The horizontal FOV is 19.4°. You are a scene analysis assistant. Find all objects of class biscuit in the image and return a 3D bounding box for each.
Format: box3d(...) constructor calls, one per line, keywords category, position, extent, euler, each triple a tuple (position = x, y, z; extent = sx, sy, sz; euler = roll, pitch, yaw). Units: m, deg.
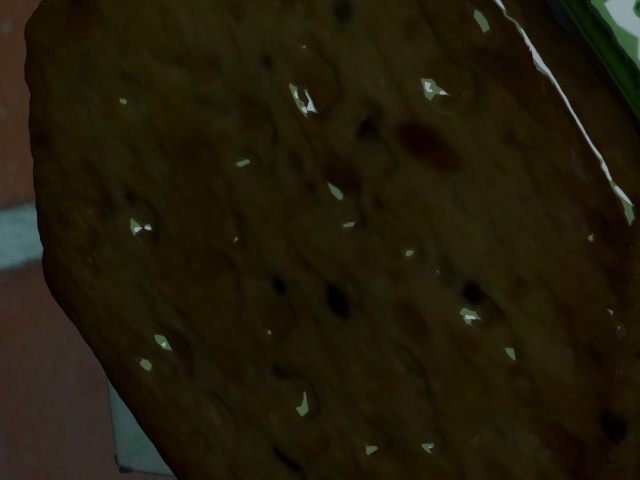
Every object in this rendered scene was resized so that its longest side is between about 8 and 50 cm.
box3d(category="biscuit", position=(0.000, 0.000, 0.824), extent=(0.359, 0.046, 0.359), euler=(20, 123, 34))

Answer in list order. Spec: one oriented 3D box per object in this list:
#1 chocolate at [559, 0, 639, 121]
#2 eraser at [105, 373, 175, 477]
box3d(category="chocolate", position=(0.127, -0.168, 0.726), extent=(0.137, 0.301, 0.289), euler=(-34, 90, 13))
box3d(category="eraser", position=(-0.042, 0.007, 0.962), extent=(0.174, 0.081, 0.227), euler=(1, 106, 26))
